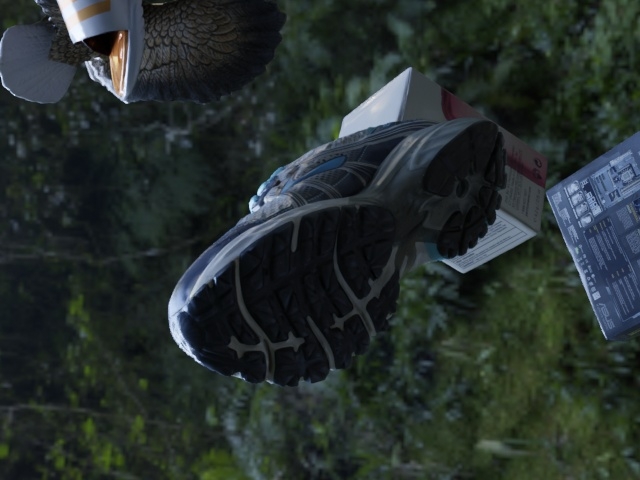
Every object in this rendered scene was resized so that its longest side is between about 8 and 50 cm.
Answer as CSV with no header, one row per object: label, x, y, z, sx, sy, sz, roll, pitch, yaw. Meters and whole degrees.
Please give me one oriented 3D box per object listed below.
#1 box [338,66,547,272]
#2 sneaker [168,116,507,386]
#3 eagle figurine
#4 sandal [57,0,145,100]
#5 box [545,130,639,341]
box,0.148,-0.083,1.450,0.232,0.149,0.126,31,-128,-23
sneaker,0.000,0.000,0.758,0.283,0.122,0.110,-30,-59,-40
eagle figurine,-0.220,-0.270,1.334,0.226,0.298,0.225,-3,-84,-42
sandal,-0.213,-0.255,1.071,0.102,0.076,0.265,148,116,-69
box,0.420,-0.009,1.527,0.059,0.183,0.232,7,-124,-45
